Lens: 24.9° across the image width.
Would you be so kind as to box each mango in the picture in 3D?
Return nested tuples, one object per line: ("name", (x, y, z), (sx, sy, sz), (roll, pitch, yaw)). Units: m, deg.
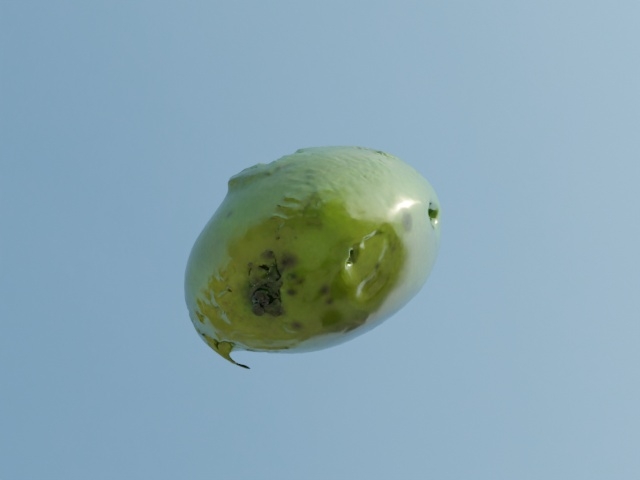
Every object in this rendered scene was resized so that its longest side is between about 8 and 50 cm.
("mango", (0.000, -0.001, 0.768), (0.119, 0.178, 0.100), (-6, -76, 34))
